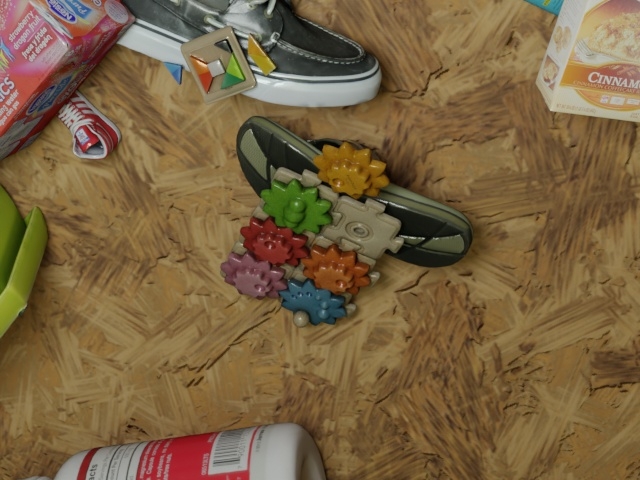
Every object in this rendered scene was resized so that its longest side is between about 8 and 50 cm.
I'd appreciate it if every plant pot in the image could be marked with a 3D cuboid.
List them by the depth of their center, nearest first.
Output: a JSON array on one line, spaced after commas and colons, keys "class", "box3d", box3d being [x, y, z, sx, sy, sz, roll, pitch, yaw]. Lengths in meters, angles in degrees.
[{"class": "plant pot", "box3d": [-0.462, 0.033, 1.869, 0.207, 0.228, 0.227, 34, 115, -17]}]

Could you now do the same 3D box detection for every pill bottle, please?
[{"class": "pill bottle", "box3d": [-0.203, 0.369, 2.001, 0.408, 0.229, 0.229, -9, 115, 11]}]

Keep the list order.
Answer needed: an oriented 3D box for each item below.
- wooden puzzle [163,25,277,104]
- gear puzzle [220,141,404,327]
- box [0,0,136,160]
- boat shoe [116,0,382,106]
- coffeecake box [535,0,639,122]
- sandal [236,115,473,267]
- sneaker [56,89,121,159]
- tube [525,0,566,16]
[{"class": "wooden puzzle", "box3d": [-0.112, -0.191, 1.705, 0.116, 0.014, 0.078, -25, 100, 26]}, {"class": "gear puzzle", "box3d": [0.000, 0.000, 1.819, 0.175, 0.044, 0.339, 25, 142, -6]}, {"class": "box", "box3d": [-0.341, -0.200, 1.740, 0.122, 0.128, 0.257, 50, 128, 2]}, {"class": "boat shoe", "box3d": [-0.088, -0.242, 1.737, 0.335, 0.121, 0.119, 15, 122, 1]}, {"class": "coffeecake box", "box3d": [0.334, -0.227, 1.700, 0.142, 0.068, 0.185, 6, 123, -15]}, {"class": "sandal", "box3d": [0.039, -0.062, 1.836, 0.303, 0.086, 0.120, 25, 142, -7]}, {"class": "sneaker", "box3d": [-0.291, -0.141, 1.843, 0.118, 0.067, 0.042, 36, 115, -12]}, {"class": "tube", "box3d": [0.275, -0.276, 1.725, 0.207, 0.052, 0.080, 19, 126, -12]}]
